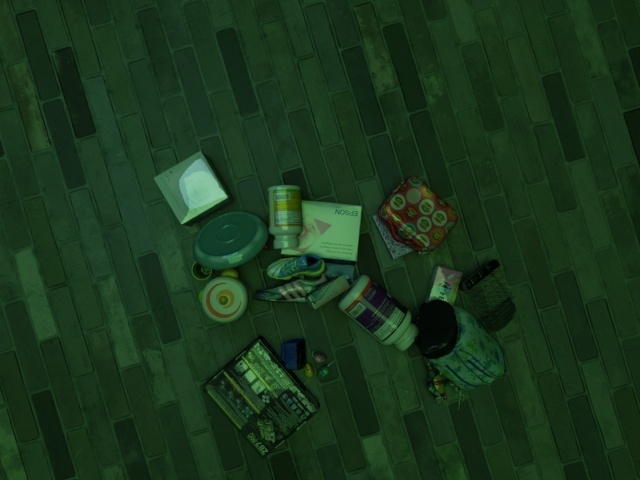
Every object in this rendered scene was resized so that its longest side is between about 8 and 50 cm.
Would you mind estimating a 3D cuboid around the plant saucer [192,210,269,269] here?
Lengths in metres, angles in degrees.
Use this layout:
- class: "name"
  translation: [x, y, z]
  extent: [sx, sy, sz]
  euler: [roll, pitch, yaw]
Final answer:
- class: "plant saucer"
  translation: [-0.366, -0.016, 1.697]
  extent: [0.318, 0.043, 0.317]
  euler: [-7, 46, 8]

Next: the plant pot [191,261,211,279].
- class: "plant pot"
  translation: [-0.489, 0.122, 1.782]
  extent: [0.083, 0.079, 0.083]
  euler: [0, 90, 0]

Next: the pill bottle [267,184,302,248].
- class: "pill bottle"
  translation: [-0.142, -0.091, 1.697]
  extent: [0.136, 0.136, 0.245]
  euler: [-2, 89, -1]

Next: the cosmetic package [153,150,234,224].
- class: "cosmetic package"
  translation: [-0.518, -0.211, 1.756]
  extent: [0.225, 0.138, 0.224]
  euler: [-31, 90, -2]

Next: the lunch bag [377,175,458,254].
- class: "lunch bag"
  translation: [0.391, -0.090, 1.746]
  extent: [0.293, 0.120, 0.258]
  euler: [41, 76, -4]

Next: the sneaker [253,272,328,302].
- class: "sneaker"
  translation: [-0.121, 0.196, 1.779]
  extent: [0.319, 0.112, 0.131]
  euler: [0, 83, -7]

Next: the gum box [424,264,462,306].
- class: "gum box"
  translation: [0.519, 0.210, 1.799]
  extent: [0.107, 0.062, 0.188]
  euler: [16, 89, 0]

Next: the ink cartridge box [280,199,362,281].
- class: "ink cartridge box"
  translation: [0.000, 0.000, 1.794]
  extent: [0.324, 0.071, 0.330]
  euler: [5, 88, -1]

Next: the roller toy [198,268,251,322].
- class: "roller toy"
  translation: [-0.385, 0.236, 1.749]
  extent: [0.209, 0.146, 0.191]
  euler: [-40, 91, -1]

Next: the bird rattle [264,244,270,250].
- class: "bird rattle"
  translation: [-0.336, 0.061, 1.733]
  extent: [0.254, 0.207, 0.143]
  euler: [-7, 113, 6]

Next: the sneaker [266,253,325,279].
- class: "sneaker"
  translation: [-0.101, 0.093, 1.708]
  extent: [0.240, 0.126, 0.091]
  euler: [-8, 66, -4]

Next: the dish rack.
- class: "dish rack"
  translation: [0.715, 0.239, 1.770]
  extent: [0.208, 0.074, 0.271]
  euler: [-32, 90, -19]

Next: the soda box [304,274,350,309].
- class: "soda box"
  translation: [0.028, 0.208, 1.714]
  extent: [0.183, 0.058, 0.063]
  euler: [-30, 94, -24]

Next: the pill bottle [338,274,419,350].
- class: "pill bottle"
  translation: [0.242, 0.301, 1.738]
  extent: [0.323, 0.181, 0.181]
  euler: [40, 89, -1]

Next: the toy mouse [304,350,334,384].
- class: "toy mouse"
  translation: [0.002, 0.532, 1.786]
  extent: [0.143, 0.031, 0.161]
  euler: [-7, 109, -21]

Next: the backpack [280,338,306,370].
- class: "backpack"
  translation: [-0.112, 0.480, 1.778]
  extent: [0.101, 0.098, 0.120]
  euler: [-6, 90, 28]

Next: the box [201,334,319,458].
- class: "box"
  translation: [-0.245, 0.652, 1.774]
  extent: [0.318, 0.097, 0.395]
  euler: [-42, 90, -2]

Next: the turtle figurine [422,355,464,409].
- class: "turtle figurine"
  translation: [0.496, 0.595, 1.768]
  extent: [0.175, 0.118, 0.234]
  euler: [2, 74, -34]

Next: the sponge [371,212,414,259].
- class: "sponge"
  translation: [0.317, -0.034, 1.811]
  extent: [0.117, 0.031, 0.210]
  euler: [-25, 86, -2]

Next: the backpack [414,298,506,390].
- class: "backpack"
  translation: [0.559, 0.431, 1.673]
  extent: [0.273, 0.290, 0.355]
  euler: [-20, 115, 24]
